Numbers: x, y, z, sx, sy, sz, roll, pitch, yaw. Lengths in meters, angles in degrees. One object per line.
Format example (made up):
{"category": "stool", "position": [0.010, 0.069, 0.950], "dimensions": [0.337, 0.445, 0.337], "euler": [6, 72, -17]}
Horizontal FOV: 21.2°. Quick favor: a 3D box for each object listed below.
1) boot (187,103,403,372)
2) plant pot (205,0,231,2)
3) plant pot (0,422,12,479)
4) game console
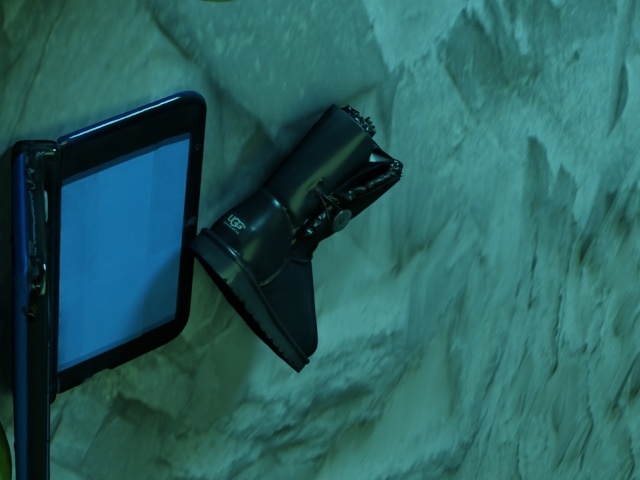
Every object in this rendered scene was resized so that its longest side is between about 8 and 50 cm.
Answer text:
{"category": "boot", "position": [0.000, 0.000, 1.623], "dimensions": [0.207, 0.094, 0.246], "euler": [-42, 146, -8]}
{"category": "plant pot", "position": [-0.043, -0.345, 1.147], "dimensions": [0.254, 0.276, 0.276], "euler": [-42, 146, -26]}
{"category": "plant pot", "position": [-0.390, 0.208, 1.328], "dimensions": [0.293, 0.275, 0.274], "euler": [-23, 141, -51]}
{"category": "game console", "position": [-0.176, 0.056, 1.449], "dimensions": [0.173, 0.250, 0.293], "euler": [-2, 130, -11]}
